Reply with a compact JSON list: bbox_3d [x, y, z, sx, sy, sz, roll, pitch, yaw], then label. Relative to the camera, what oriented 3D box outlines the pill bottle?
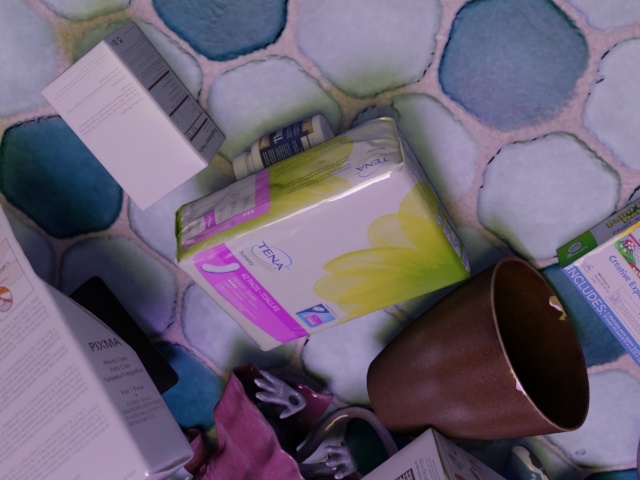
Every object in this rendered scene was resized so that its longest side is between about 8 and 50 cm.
[{"bbox_3d":[-0.042,-0.100,1.003,0.120,0.067,0.067,-20,112,16],"label":"pill bottle"}]

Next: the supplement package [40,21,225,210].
[{"bbox_3d":[-0.214,-0.145,0.980,0.105,0.105,0.179,-32,108,19],"label":"supplement package"}]

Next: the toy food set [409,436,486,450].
[{"bbox_3d":[0.176,0.366,1.222,0.132,0.038,0.192,5,117,5],"label":"toy food set"}]

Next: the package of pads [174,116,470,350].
[{"bbox_3d":[0.000,0.000,0.990,0.296,0.101,0.229,-22,136,16],"label":"package of pads"}]

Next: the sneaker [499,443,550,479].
[{"bbox_3d":[0.273,0.385,1.186,0.081,0.080,0.211,-11,116,-22],"label":"sneaker"}]

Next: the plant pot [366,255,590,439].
[{"bbox_3d":[0.179,0.162,1.047,0.230,0.215,0.215,-28,111,34],"label":"plant pot"}]

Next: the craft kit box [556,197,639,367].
[{"bbox_3d":[0.463,0.044,1.021,0.246,0.061,0.250,-34,108,23],"label":"craft kit box"}]

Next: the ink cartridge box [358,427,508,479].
[{"bbox_3d":[0.148,0.421,1.065,0.272,0.130,0.309,-40,122,17],"label":"ink cartridge box"}]

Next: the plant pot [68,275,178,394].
[{"bbox_3d":[-0.340,0.191,1.104,0.188,0.167,0.187,-38,91,23],"label":"plant pot"}]

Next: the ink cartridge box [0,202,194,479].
[{"bbox_3d":[-0.365,0.178,0.994,0.308,0.091,0.385,-40,73,22],"label":"ink cartridge box"}]

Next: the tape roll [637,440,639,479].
[{"bbox_3d":[0.630,0.308,1.121,0.391,0.072,0.392,3,116,6],"label":"tape roll"}]

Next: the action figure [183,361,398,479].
[{"bbox_3d":[-0.117,0.325,1.194,0.275,0.248,0.370,7,138,-41],"label":"action figure"}]
